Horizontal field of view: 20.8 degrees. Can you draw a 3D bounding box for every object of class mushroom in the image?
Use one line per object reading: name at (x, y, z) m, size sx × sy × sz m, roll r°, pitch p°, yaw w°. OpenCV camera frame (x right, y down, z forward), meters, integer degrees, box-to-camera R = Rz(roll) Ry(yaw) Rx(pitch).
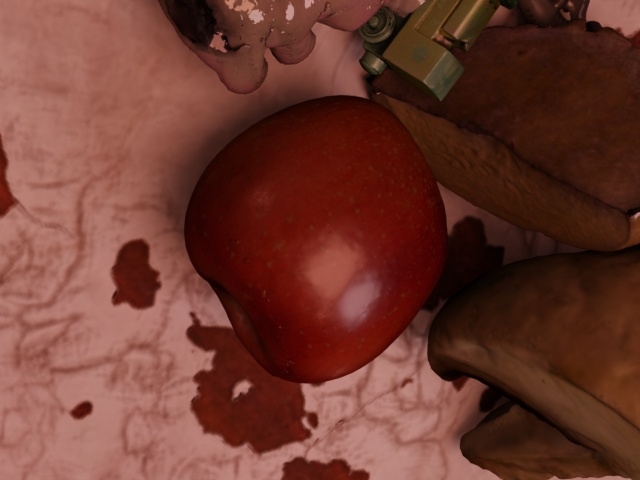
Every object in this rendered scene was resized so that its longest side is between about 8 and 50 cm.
mushroom at (0.212, 0.059, 1.293) m, size 0.212 × 0.292 × 0.217 m, roll 38°, pitch 69°, yaw -3°

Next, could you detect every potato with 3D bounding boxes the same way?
potato at (0.168, -0.080, 1.243) m, size 0.138 × 0.243 × 0.098 m, roll -48°, pitch 150°, yaw -21°

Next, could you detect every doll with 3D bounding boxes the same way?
doll at (-0.020, -0.186, 1.143) m, size 0.192 × 0.095 × 0.149 m, roll -34°, pitch 98°, yaw -20°

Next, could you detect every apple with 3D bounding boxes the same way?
apple at (0.000, 0.000, 1.182) m, size 0.168 × 0.181 × 0.181 m, roll -30°, pitch 119°, yaw -14°

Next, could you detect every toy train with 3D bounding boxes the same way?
toy train at (0.080, -0.158, 1.213) m, size 0.122 × 0.081 × 0.050 m, roll -52°, pitch 148°, yaw -1°

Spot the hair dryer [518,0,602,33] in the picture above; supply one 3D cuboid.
hair dryer at (0.302, -0.123, 1.302) m, size 0.361 × 0.121 × 0.301 m, roll 23°, pitch 124°, yaw -18°
